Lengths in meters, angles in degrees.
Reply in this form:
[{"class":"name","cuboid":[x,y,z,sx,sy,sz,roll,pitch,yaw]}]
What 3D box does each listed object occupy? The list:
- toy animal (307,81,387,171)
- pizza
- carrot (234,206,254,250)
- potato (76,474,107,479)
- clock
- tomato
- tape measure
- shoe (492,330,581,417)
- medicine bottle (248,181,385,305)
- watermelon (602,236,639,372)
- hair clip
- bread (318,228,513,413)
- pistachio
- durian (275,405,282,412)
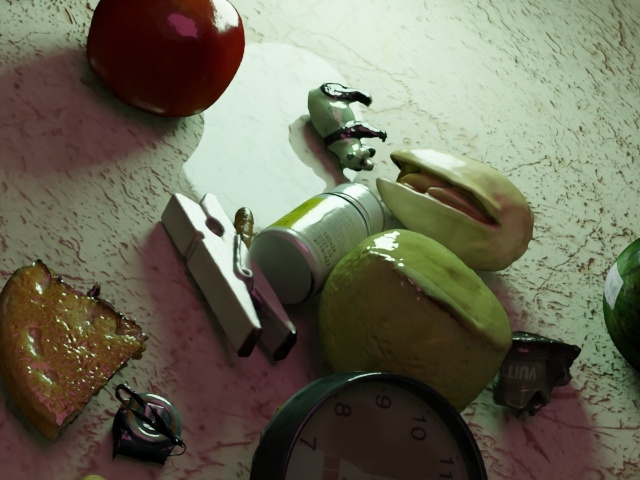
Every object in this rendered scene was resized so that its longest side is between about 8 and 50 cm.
[{"class":"toy animal","cuboid":[0.052,-0.224,2.386,0.121,0.094,0.225,-10,65,-28]},{"class":"pizza","cuboid":[-0.355,0.156,1.729,0.229,0.081,0.289,-4,53,-29]},{"class":"carrot","cuboid":[-0.134,0.005,2.073,0.036,0.035,0.165,18,44,-18]},{"class":"potato","cuboid":[-0.271,0.387,1.536,0.109,0.118,0.178,-35,86,-13]},{"class":"clock","cuboid":[0.076,0.370,1.677,0.386,0.076,0.386,8,76,-32]},{"class":"tomato","cuboid":[-0.274,-0.366,2.204,0.299,0.226,0.298,22,41,-20]},{"class":"tape measure","cuboid":[-0.235,0.233,1.674,0.104,0.179,0.107,4,47,-9]},{"class":"shoe","cuboid":[0.375,0.242,2.134,0.109,0.149,0.293,11,-1,30]},{"class":"medicine bottle","cuboid":[0.000,0.000,2.083,0.143,0.143,0.258,43,40,11]},{"class":"watermelon","cuboid":[0.721,0.132,2.290,0.363,0.363,0.363,19,42,-18]},{"class":"hair clip","cuboid":[-0.156,0.055,1.968,0.101,0.085,0.331,-4,46,-39]},{"class":"bread","cuboid":[0.149,0.142,1.965,0.320,0.237,0.320,37,27,-23]},{"class":"pistachio","cuboid":[0.259,-0.066,2.302,0.318,0.214,0.193,32,82,9]},{"class":"durian","cuboid":[0.011,0.300,1.779,0.237,0.138,0.193,35,62,-25]}]
